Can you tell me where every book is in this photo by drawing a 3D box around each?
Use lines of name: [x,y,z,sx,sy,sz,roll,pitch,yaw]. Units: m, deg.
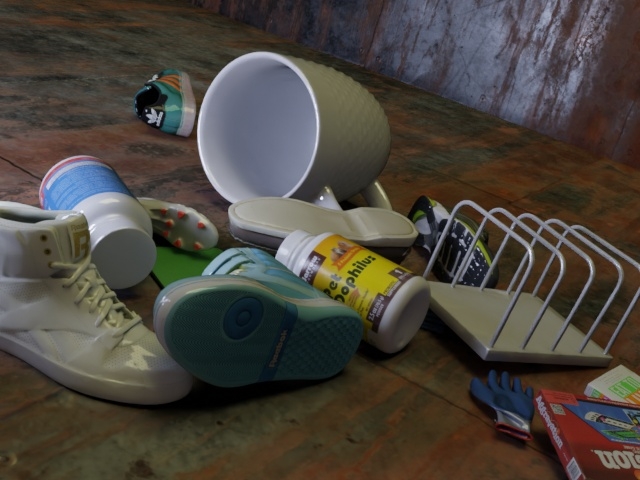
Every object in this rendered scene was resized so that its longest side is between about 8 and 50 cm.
book: [0.455,0.238,1.183,0.096,0.035,0.144,-10,35,-44]

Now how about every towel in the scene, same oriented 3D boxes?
towel: [0.166,0.101,1.318,0.067,0.029,0.119,15,21,0]

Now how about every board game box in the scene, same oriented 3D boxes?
board game box: [0.412,0.261,1.045,0.281,0.027,0.145,11,33,-18]

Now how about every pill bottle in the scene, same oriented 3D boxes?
pill bottle: [-0.307,-0.025,1.173,0.124,0.124,0.221,2,24,-32]
pill bottle: [0.040,0.064,1.202,0.215,0.117,0.117,27,24,28]

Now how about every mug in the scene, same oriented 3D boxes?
mug: [0.003,-0.155,1.580,0.328,0.276,0.374,-3,57,-55]

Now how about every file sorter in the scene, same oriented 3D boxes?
file sorter: [0.323,0.064,1.278,0.278,0.173,0.193,9,24,-35]

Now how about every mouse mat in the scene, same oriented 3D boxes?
mouse mat: [-0.175,0.051,1.238,0.153,0.007,0.190,1,26,-33]

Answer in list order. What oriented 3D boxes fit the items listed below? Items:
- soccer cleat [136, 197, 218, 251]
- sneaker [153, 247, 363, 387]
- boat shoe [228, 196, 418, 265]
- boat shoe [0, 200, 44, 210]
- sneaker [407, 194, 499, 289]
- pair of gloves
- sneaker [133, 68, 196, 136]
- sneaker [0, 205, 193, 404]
soccer cleat: [-0.240,-0.033,1.315,0.196,0.068,0.076,15,14,16]
sneaker: [-0.114,0.077,1.023,0.208,0.127,0.319,32,8,39]
boat shoe: [0.000,0.000,1.364,0.324,0.096,0.116,4,35,-26]
boat shoe: [-0.447,0.011,1.016,0.305,0.109,0.091,5,23,-11]
sneaker: [0.260,0.005,1.525,0.121,0.111,0.300,12,23,-20]
pair of gloves: [0.289,0.230,1.095,0.198,0.023,0.159,18,19,4]
sneaker: [-0.363,-0.328,1.915,0.121,0.108,0.302,11,23,-23]
sneaker: [-0.264,0.060,0.932,0.293,0.169,0.108,20,20,8]
